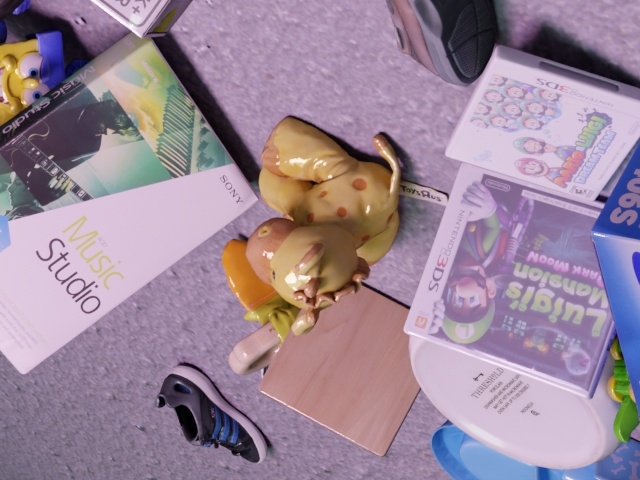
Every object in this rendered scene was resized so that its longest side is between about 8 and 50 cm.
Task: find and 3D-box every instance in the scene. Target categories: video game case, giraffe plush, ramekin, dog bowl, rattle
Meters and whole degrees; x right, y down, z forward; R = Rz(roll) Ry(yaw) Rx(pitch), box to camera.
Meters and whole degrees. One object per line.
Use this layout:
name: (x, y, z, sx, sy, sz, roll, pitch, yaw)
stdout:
video game case: (0.189, 0.034, 1.387, 0.190, 0.173, 0.022, 19, 179, 25)
giraffe plush: (0.000, 0.000, 1.510, 0.210, 0.170, 0.181, 7, 140, 39)
ramekin: (0.213, 0.116, 1.512, 0.272, 0.127, 0.273, 25, 149, 16)
video game case: (0.195, -0.097, 1.290, 0.143, 0.019, 0.157, 17, 150, -3)
dog bowl: (0.273, 0.262, 1.720, 0.297, 0.074, 0.166, 20, 148, 23)
rattle: (-0.075, 0.095, 1.833, 0.142, 0.130, 0.200, 41, 178, 10)

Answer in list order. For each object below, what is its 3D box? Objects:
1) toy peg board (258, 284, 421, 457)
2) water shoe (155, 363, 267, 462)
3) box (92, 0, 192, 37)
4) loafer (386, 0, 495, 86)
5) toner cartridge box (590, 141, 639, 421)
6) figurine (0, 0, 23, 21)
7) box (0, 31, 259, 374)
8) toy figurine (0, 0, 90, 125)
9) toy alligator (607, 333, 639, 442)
toy peg board: (0.040, 0.144, 1.712, 0.160, 0.161, 0.079, 27, 167, 12)
water shoe: (-0.160, 0.265, 2.148, 0.073, 0.080, 0.203, -9, 129, 51)
box: (-0.235, -0.297, 1.317, 0.290, 0.087, 0.169, 36, -173, -5)
loafer: (0.066, -0.229, 1.195, 0.084, 0.096, 0.267, 20, 150, 34)
toner cartridge box: (0.323, 0.058, 1.281, 0.075, 0.165, 0.348, 11, 144, 32)
figurine: (-0.390, -0.260, 1.453, 0.215, 0.092, 0.209, 32, 111, -18)
box: (-0.251, -0.038, 1.576, 0.232, 0.322, 0.058, 56, 173, -34)
toy figurine: (-0.355, -0.197, 1.632, 0.191, 0.217, 0.363, -163, 67, -71)
toy alligator: (0.301, 0.091, 1.382, 0.051, 0.190, 0.056, 7, 174, -15)
